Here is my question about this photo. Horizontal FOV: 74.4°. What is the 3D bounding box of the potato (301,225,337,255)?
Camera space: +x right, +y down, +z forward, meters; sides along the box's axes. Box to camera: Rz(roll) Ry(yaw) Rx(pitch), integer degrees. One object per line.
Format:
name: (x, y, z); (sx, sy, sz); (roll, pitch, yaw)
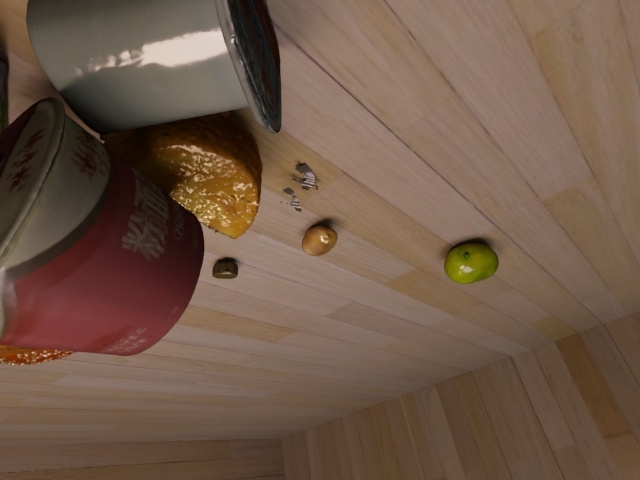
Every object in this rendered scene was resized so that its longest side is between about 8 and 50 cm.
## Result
potato: (0.000, 0.000, 0.853); (0.068, 0.062, 0.083); (-26, -173, -30)

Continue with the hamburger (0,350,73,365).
hamburger: (-0.559, 0.167, 0.846); (0.237, 0.147, 0.236); (-11, 150, -6)

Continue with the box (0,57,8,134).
box: (-0.481, -0.091, 0.430); (0.207, 0.262, 0.291); (21, 146, -23)

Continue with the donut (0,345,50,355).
donut: (-0.501, 0.061, 0.615); (0.303, 0.303, 0.110); (17, 101, -37)

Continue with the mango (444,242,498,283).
mango: (0.379, 0.054, 1.050); (0.164, 0.089, 0.117); (-2, 140, -37)

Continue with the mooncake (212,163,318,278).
mooncake: (-0.119, -0.010, 0.804); (0.347, 0.057, 0.150); (-33, 155, 25)

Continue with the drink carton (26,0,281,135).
drink carton: (-0.146, -0.195, 0.403); (0.190, 0.190, 0.185); (-6, 150, 3)

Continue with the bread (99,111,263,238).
bread: (-0.158, -0.104, 0.564); (0.140, 0.143, 0.229); (-32, 142, 26)

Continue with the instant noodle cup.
instant noodle cup: (-0.244, 0.006, 0.419); (0.235, 0.234, 0.178); (-28, 143, 23)
